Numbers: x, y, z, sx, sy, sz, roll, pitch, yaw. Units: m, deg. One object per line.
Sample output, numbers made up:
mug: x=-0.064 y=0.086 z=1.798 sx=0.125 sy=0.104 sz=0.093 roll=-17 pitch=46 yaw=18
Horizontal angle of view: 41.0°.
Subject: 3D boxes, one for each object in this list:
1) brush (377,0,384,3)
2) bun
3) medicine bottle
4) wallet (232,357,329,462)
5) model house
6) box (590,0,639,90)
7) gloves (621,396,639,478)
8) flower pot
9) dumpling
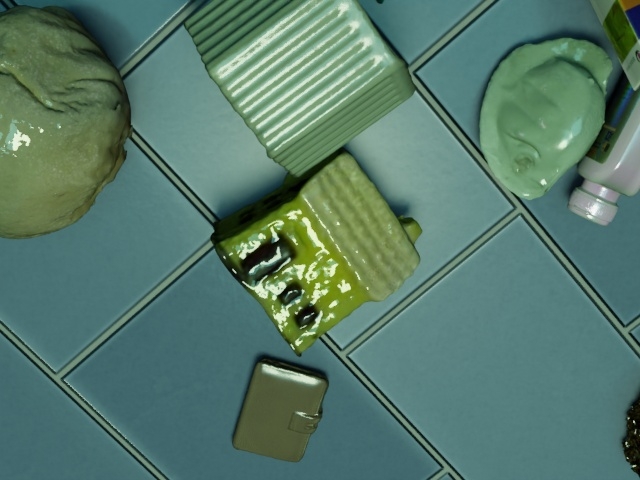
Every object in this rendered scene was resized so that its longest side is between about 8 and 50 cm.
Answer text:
brush: x=0.068 y=-0.398 z=1.079 sx=0.032 sy=0.043 sz=0.193 roll=-18 pitch=107 yaw=-14
bun: x=-0.336 y=-0.147 z=1.041 sx=0.205 sy=0.281 sz=0.281 roll=-19 pitch=107 yaw=-23
medicine bottle: x=0.400 y=-0.128 z=1.124 sx=0.078 sy=0.115 sz=0.219 roll=22 pitch=103 yaw=-9
wallet: x=-0.057 y=0.250 z=1.253 sx=0.118 sy=0.039 sz=0.152 roll=18 pitch=107 yaw=-5
model house: x=0.000 y=0.000 z=1.134 sx=0.234 sy=0.175 sz=0.193 roll=-36 pitch=103 yaw=-3
box: x=0.410 y=-0.358 z=1.011 sx=0.200 sy=0.106 sz=0.299 roll=-23 pitch=80 yaw=6
gloves: x=0.553 y=0.236 z=1.222 sx=0.210 sy=0.135 sz=0.312 roll=9 pitch=107 yaw=-9
flower pot: x=-0.023 y=-0.219 z=1.035 sx=0.190 sy=0.239 sz=0.209 roll=-36 pitch=136 yaw=6
dumpling: x=0.299 y=-0.161 z=1.129 sx=0.108 sy=0.153 sz=0.219 roll=27 pitch=94 yaw=-51
